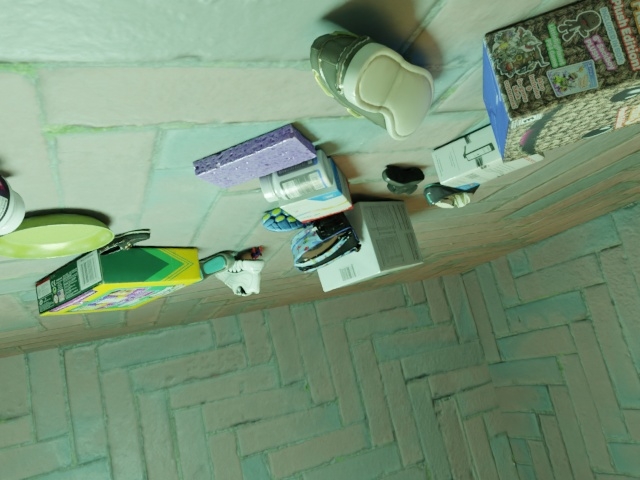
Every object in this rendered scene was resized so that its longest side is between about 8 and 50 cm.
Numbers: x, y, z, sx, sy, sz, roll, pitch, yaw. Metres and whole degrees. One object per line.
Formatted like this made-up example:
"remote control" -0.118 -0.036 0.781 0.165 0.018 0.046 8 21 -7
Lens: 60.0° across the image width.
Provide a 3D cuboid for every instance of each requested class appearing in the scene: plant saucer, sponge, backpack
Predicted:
"plant saucer" -0.571 -0.011 1.188 0.240 0.037 0.241 -13 168 -3
"sponge" -0.121 -0.153 1.046 0.209 0.031 0.117 -18 166 18
"backpack" 0.000 0.000 1.403 0.173 0.117 0.158 -31 158 4

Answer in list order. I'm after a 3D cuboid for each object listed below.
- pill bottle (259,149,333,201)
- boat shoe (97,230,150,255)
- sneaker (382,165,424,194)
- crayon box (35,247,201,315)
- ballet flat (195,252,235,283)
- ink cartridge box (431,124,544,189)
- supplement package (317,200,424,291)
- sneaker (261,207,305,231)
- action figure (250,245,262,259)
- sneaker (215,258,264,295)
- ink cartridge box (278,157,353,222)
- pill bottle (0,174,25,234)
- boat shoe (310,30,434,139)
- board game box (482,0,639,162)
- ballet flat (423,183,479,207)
"pill bottle" -0.050 -0.127 1.122 0.137 0.078 0.078 -16 167 13
"boat shoe" -0.478 0.006 1.355 0.132 0.042 0.049 -14 166 -4
"sneaker" 0.193 -0.142 1.371 0.170 0.051 0.089 -7 162 -41
"crayon box" -0.579 0.118 1.597 0.362 0.106 0.313 -22 166 36
"ballet flat" -0.366 0.092 1.790 0.213 0.072 0.068 -18 178 25
"ink cartridge box" 0.380 -0.194 1.258 0.203 0.086 0.148 -23 165 33
"supplement package" 0.131 0.012 1.596 0.199 0.198 0.262 -23 171 35
"sneaker" -0.064 -0.052 1.466 0.188 0.067 0.078 -11 162 -22
"action figure" -0.213 0.045 1.836 0.038 0.030 0.115 -14 170 -13
"sneaker" -0.281 0.128 1.863 0.109 0.119 0.292 -2 176 -30
"ink cartridge box" -0.006 -0.105 1.270 0.134 0.078 0.231 -16 168 11
"pill bottle" -0.531 -0.066 0.821 0.108 0.108 0.193 -13 168 0
"boat shoe" 0.086 -0.224 0.810 0.109 0.091 0.305 -62 157 12
"board game box" 0.420 -0.259 0.883 0.290 0.141 0.232 -16 167 14
"ballet flat" 0.382 -0.128 1.594 0.203 0.074 0.074 -6 166 -30
